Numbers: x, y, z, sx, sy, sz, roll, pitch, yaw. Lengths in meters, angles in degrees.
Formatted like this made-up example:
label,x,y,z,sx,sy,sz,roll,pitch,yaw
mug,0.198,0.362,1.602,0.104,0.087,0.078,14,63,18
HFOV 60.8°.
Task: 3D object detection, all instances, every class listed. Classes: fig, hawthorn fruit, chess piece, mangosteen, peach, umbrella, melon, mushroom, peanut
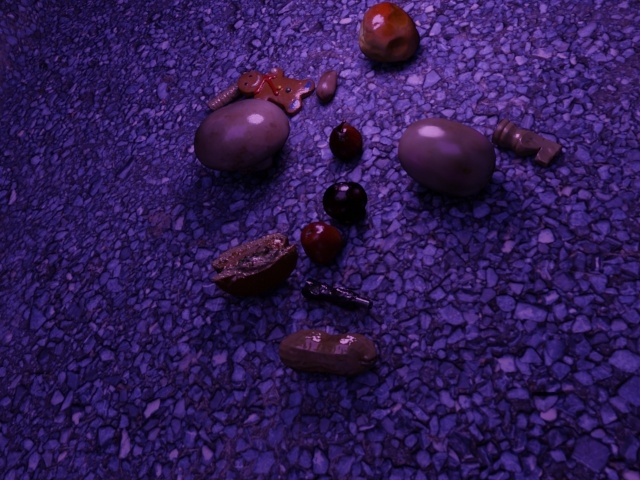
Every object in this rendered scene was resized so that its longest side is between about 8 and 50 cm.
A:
label,x,y,z,sx,sy,sz,roll,pitch,yaw
fig,0.087,-0.349,1.919,0.128,0.150,0.128,0,94,6
hawthorn fruit,0.000,0.000,1.740,0.133,0.138,0.132,-10,62,19
chess piece,0.643,-0.303,1.702,0.200,0.090,0.090,31,76,21
mangosteen,0.083,-0.121,1.785,0.152,0.152,0.152,-10,58,16
peach,0.261,-0.770,2.059,0.236,0.214,0.214,17,64,-10
umbrella,0.051,0.172,1.670,0.236,0.059,0.066,15,89,26
melon,0.389,-0.257,1.684,0.317,0.223,0.223,26,74,27
mushroom,-0.277,-0.354,2.007,0.362,0.294,0.362,-17,27,9
peanut,0.021,0.320,1.557,0.290,0.130,0.130,2,62,20
peanut,0.026,-0.607,2.126,0.076,0.076,0.152,4,65,24

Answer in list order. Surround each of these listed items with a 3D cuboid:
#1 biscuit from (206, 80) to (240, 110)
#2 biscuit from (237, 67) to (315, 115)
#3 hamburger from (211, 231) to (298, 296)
label,x,y,z,sx,sy,sz,roll,pitch,yaw
biscuit,-0.381,-0.620,2.306,0.219,0.055,0.061,-35,19,-2
biscuit,-0.197,-0.612,2.203,0.324,0.049,0.205,24,73,22
hamburger,-0.196,0.095,1.754,0.283,0.156,0.144,-20,36,4
